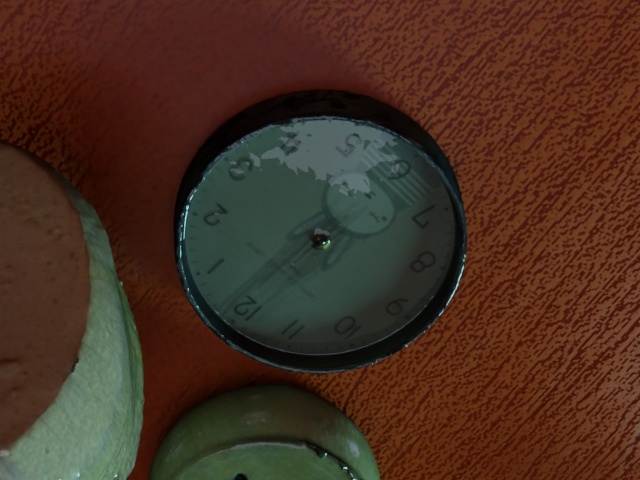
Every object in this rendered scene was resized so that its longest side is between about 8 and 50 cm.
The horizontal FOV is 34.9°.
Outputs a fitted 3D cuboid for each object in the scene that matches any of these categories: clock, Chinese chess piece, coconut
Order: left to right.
[{"bbox_3d":[-0.252,0.093,0.637,0.297,0.297,0.254,8,144,-7],"label":"coconut"},{"bbox_3d":[-0.045,0.206,0.814,0.188,0.083,0.188,-2,118,-4],"label":"Chinese chess piece"},{"bbox_3d":[0.000,0.000,0.734,0.215,0.042,0.215,-1,117,-2],"label":"clock"}]
